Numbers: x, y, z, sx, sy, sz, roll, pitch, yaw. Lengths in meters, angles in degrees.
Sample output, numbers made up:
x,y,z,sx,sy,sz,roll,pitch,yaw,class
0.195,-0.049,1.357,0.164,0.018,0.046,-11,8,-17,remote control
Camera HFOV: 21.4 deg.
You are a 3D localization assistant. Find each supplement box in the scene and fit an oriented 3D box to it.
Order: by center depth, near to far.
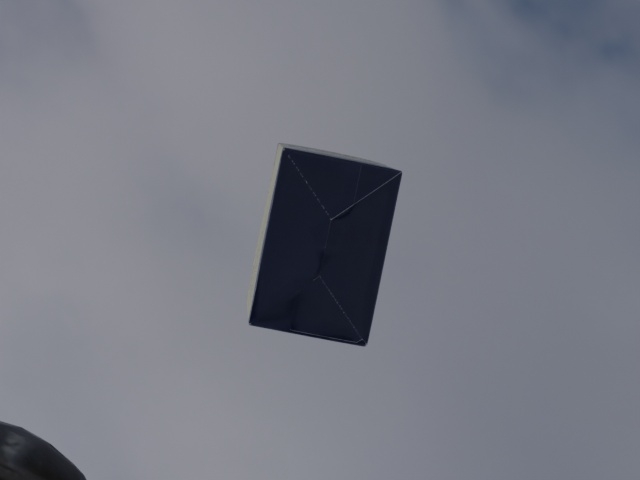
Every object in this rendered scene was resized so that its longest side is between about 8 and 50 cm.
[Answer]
x,y,z,sx,sy,sz,roll,pitch,yaw,class
0.000,0.000,0.798,0.056,0.083,0.083,11,-86,-4,supplement box

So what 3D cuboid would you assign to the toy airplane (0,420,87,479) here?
x,y,z,sx,sy,sz,roll,pitch,yaw,class
-0.116,0.261,0.432,0.272,0.384,0.386,-23,-29,21,toy airplane
